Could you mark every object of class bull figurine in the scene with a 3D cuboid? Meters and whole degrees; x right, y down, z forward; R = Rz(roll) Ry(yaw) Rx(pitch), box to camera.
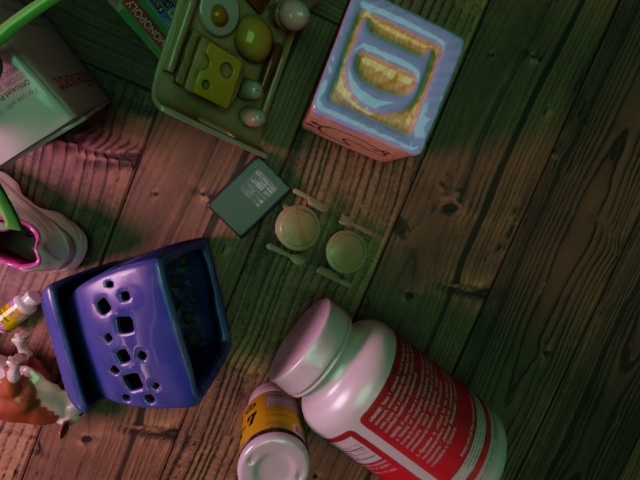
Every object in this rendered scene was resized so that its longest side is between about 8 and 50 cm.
[{"bbox_3d":[-0.558,0.241,0.730,0.310,0.101,0.188,10,116,-4],"label":"bull figurine"}]

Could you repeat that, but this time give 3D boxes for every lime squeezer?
[{"bbox_3d":[-0.354,-0.156,0.453,0.110,0.059,0.310,19,106,-25],"label":"lime squeezer"}]

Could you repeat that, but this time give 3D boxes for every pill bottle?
[{"bbox_3d":[-0.086,0.352,0.762,0.119,0.208,0.119,-1,97,-7],"label":"pill bottle"},{"bbox_3d":[-0.551,0.128,0.760,0.083,0.043,0.043,-40,100,-1],"label":"pill bottle"},{"bbox_3d":[0.117,0.296,0.770,0.408,0.229,0.229,39,91,-10],"label":"pill bottle"}]

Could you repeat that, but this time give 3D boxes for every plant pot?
[{"bbox_3d":[-0.297,0.136,0.703,0.212,0.236,0.236,-11,98,2],"label":"plant pot"}]

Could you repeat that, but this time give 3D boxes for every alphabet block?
[{"bbox_3d":[0.091,-0.258,0.711,0.192,0.197,0.193,22,94,-8],"label":"alphabet block"}]

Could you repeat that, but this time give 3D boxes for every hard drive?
[{"bbox_3d":[-0.135,-0.082,0.794,0.135,0.022,0.094,-44,100,0],"label":"hard drive"}]

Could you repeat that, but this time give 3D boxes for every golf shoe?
[{"bbox_3d":[-0.551,-0.046,0.691,0.306,0.140,0.115,31,94,-8],"label":"golf shoe"}]

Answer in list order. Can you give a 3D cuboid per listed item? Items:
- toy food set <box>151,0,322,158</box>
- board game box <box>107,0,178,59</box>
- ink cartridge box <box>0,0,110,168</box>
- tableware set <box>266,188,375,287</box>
[{"bbox_3d":[-0.116,-0.310,0.671,0.220,0.092,0.306,15,97,-50],"label":"toy food set"},{"bbox_3d":[-0.241,-0.429,0.598,0.213,0.317,0.046,-40,71,0],"label":"board game box"},{"bbox_3d":[-0.491,-0.300,0.537,0.166,0.285,0.395,-33,119,-1],"label":"ink cartridge box"},{"bbox_3d":[0.000,0.000,0.815,0.194,0.039,0.128,27,82,-15],"label":"tableware set"}]
